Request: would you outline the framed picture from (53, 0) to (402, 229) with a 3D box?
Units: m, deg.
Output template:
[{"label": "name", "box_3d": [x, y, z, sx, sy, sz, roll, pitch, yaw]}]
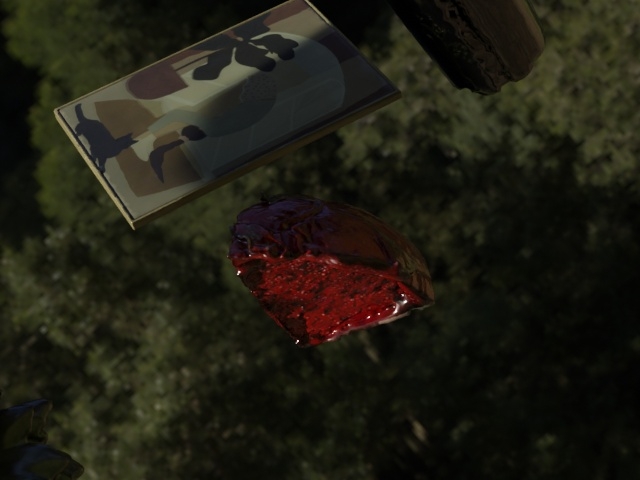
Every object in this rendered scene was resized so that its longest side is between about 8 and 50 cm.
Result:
[{"label": "framed picture", "box_3d": [-0.065, -0.093, 0.971, 0.201, 0.010, 0.136, -27, 47, -14]}]

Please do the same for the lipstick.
[{"label": "lipstick", "box_3d": [0.008, -0.216, 0.716, 0.077, 0.418, 0.077, -17, 52, 23]}]

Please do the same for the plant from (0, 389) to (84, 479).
[{"label": "plant", "box_3d": [-0.241, 0.149, 0.891, 0.129, 0.194, 0.132, 130, 142, -61]}]

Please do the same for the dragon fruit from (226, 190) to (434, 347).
[{"label": "dragon fruit", "box_3d": [0.002, -0.001, 1.123, 0.120, 0.161, 0.127, -25, 52, 15]}]
